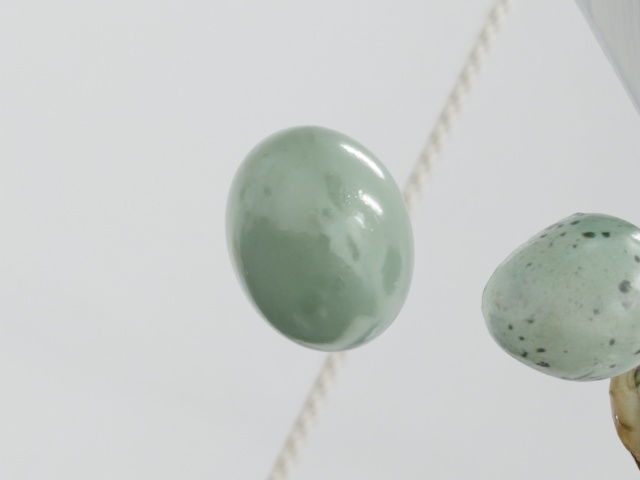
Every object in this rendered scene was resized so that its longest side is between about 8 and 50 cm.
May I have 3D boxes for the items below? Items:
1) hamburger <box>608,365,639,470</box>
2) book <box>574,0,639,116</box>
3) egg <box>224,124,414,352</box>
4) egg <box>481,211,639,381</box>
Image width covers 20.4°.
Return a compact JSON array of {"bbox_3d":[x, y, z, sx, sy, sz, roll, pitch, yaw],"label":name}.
[{"bbox_3d":[0.474,0.180,2.059,0.211,0.260,0.245,-10,11,43],"label":"hamburger"},{"bbox_3d":[0.258,-0.196,1.492,0.228,0.018,0.322,72,-2,-50],"label":"book"},{"bbox_3d":[0.000,0.000,1.943,0.203,0.203,0.283,26,-30,41],"label":"egg"},{"bbox_3d":[0.193,0.042,1.349,0.164,0.131,0.131,2,16,-39],"label":"egg"}]
